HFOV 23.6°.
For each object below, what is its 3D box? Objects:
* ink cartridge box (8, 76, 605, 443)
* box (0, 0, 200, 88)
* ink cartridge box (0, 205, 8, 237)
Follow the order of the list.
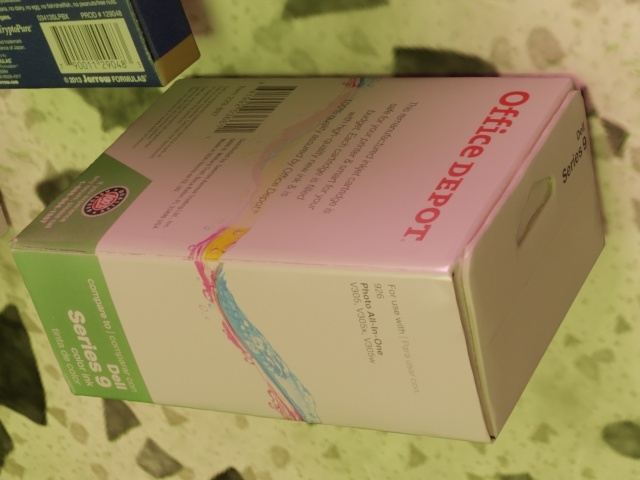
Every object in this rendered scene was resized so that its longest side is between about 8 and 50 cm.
[{"bbox_3d":[0.000,0.000,0.674,0.212,0.154,0.093,1,123,29],"label":"ink cartridge box"},{"bbox_3d":[-0.149,-0.175,0.700,0.136,0.036,0.225,5,127,39],"label":"box"},{"bbox_3d":[-0.325,-0.071,0.783,0.197,0.198,0.270,5,126,26],"label":"ink cartridge box"}]
